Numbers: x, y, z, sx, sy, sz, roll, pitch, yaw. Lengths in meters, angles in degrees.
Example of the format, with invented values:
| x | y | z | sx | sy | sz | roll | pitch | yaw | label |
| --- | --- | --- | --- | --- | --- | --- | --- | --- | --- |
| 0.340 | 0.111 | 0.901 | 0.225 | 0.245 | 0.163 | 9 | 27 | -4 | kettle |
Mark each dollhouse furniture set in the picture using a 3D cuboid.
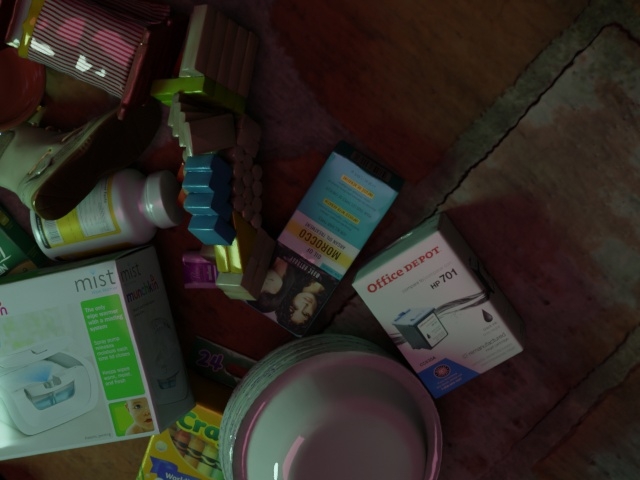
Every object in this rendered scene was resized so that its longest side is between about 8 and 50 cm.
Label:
| x | y | z | sx | sy | sz | roll | pitch | yaw | label |
| --- | --- | --- | --- | --- | --- | --- | --- | --- | --- |
| -0.243 | -0.361 | 1.274 | 0.201 | 0.152 | 0.374 | 22 | 112 | 4 | dollhouse furniture set |

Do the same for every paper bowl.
| x | y | z | sx | sy | sz | roll | pitch | yaw | label |
| --- | --- | --- | --- | --- | --- | --- | --- | --- | --- |
| 0.020 | 0.272 | 1.383 | 0.284 | 0.148 | 0.284 | -3 | 102 | -15 | paper bowl |

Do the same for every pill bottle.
| x | y | z | sx | sy | sz | roll | pitch | yaw | label |
| --- | --- | --- | --- | --- | --- | --- | --- | --- | --- |
| -0.277 | -0.038 | 1.421 | 0.184 | 0.103 | 0.103 | -11 | 106 | 15 | pill bottle |

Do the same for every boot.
| x | y | z | sx | sy | sz | roll | pitch | yaw | label |
| --- | --- | --- | --- | --- | --- | --- | --- | --- | --- |
| -0.326 | -0.128 | 1.403 | 0.165 | 0.213 | 0.077 | 25 | 152 | 42 | boot |

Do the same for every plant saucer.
| x | y | z | sx | sy | sz | roll | pitch | yaw | label |
| --- | --- | --- | --- | --- | --- | --- | --- | --- | --- |
| -0.445 | -0.219 | 1.356 | 0.200 | 0.200 | 0.037 | 49 | 138 | -7 | plant saucer |

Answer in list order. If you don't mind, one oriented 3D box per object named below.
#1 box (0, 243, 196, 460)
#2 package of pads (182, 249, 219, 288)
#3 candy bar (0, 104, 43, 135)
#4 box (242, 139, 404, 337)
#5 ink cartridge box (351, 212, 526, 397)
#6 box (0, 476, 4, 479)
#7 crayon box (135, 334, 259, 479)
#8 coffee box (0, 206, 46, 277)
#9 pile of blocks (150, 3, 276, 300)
| x | y | z | sx | sy | sz | roll | pitch | yaw | label |
| --- | --- | --- | --- | --- | --- | --- | --- | --- | --- |
| -0.326 | 0.146 | 1.421 | 0.262 | 0.127 | 0.231 | -11 | 97 | 17 | box |
| -0.143 | 0.038 | 1.458 | 0.083 | 0.032 | 0.050 | 0 | 106 | 12 | package of pads |
| -0.437 | -0.145 | 1.464 | 0.161 | 0.018 | 0.040 | -39 | 97 | 20 | candy bar |
| 0.000 | 0.000 | 1.398 | 0.100 | 0.060 | 0.244 | 33 | 112 | 0 | box |
| 0.152 | 0.083 | 1.385 | 0.140 | 0.082 | 0.190 | -33 | 101 | 20 | ink cartridge box |
| -0.524 | 0.453 | 1.650 | 0.158 | 0.093 | 0.156 | -37 | 98 | 20 | box |
| -0.144 | 0.319 | 1.529 | 0.203 | 0.083 | 0.323 | 22 | 111 | 4 | crayon box |
| -0.481 | -0.008 | 1.498 | 0.113 | 0.040 | 0.184 | -32 | 107 | 19 | coffee box |
| -0.151 | -0.101 | 1.332 | 0.113 | 0.149 | 0.362 | 1 | 100 | 34 | pile of blocks |
